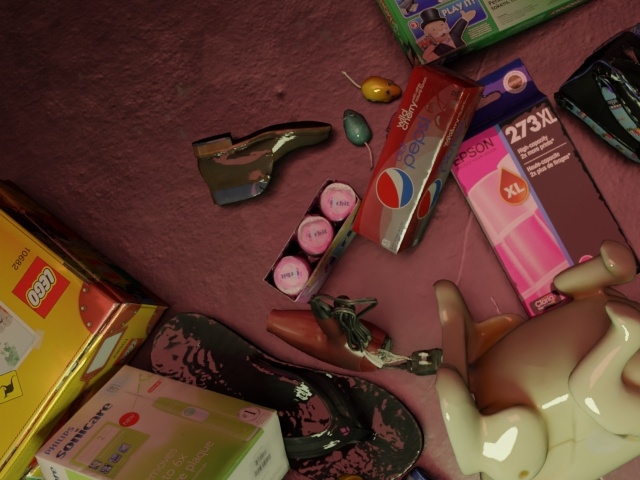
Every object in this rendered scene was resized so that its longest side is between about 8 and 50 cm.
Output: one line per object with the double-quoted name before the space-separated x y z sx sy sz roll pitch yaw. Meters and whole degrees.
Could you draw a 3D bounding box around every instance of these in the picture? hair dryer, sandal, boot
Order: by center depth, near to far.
"hair dryer" 0.027 0.117 1.382 0.293 0.223 0.080 -11 47 50
"sandal" -0.066 0.246 1.435 0.446 0.107 0.167 21 88 13
"boot" -0.083 -0.123 1.507 0.219 0.082 0.106 -9 105 6

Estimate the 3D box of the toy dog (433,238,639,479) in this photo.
"toy dog" 0.380 0.202 1.240 0.408 0.284 0.395 -14 109 15

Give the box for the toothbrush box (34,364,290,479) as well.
"toothbrush box" -0.219 0.313 1.363 0.283 0.206 0.122 11 128 30

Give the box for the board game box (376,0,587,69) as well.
"board game box" 0.237 -0.401 1.429 0.317 0.046 0.213 -25 79 -8

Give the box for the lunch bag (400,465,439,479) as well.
"lunch bag" 0.157 0.378 1.398 0.098 0.067 0.065 44 94 11

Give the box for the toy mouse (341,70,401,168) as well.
"toy mouse" 0.087 -0.182 1.481 0.161 0.031 0.143 14 89 18

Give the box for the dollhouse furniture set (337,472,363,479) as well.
"dollhouse furniture set" -0.058 0.482 1.417 0.303 0.286 0.198 -27 39 -16

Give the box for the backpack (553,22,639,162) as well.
"backpack" 0.444 -0.197 1.359 0.173 0.158 0.117 45 76 -1

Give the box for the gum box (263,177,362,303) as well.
"gum box" 0.000 0.000 1.447 0.062 0.107 0.188 32 91 13

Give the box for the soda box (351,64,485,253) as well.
"soda box" 0.139 -0.117 1.390 0.083 0.092 0.263 29 112 22

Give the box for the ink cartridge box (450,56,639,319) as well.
"ink cartridge box" 0.304 -0.079 1.420 0.176 0.069 0.371 -28 77 8

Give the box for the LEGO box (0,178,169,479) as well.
"LEGO box" -0.544 0.191 1.492 0.372 0.193 0.500 37 92 13
